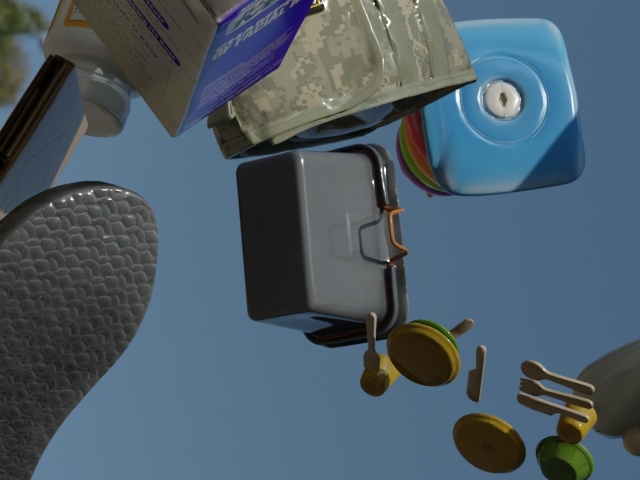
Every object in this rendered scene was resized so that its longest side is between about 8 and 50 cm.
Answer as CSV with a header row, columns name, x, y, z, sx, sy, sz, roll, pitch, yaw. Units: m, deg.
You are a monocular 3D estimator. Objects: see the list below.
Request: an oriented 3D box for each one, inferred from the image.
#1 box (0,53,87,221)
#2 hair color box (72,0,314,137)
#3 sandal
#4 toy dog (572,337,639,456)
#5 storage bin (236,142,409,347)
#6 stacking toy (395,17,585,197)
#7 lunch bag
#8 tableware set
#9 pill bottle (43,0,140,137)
name,x,y,z,sx,sy,sz,roll,pitch,yaw
box,-0.224,-0.041,1.301,0.164,0.021,0.201,-60,180,-10
hair color box,-0.095,-0.195,1.134,0.185,0.110,0.339,54,-10,1
sandal,-0.173,0.076,0.937,0.254,0.097,0.054,-60,-147,8
toy dog,0.380,0.104,1.467,0.333,0.220,0.161,-49,-131,45
storage bin,0.000,0.000,1.177,0.098,0.091,0.135,-11,-100,35
stacking toy,0.140,-0.107,1.847,0.302,0.166,0.175,140,-57,-73
lunch bag,-0.024,-0.204,1.552,0.169,0.287,0.235,-25,-94,37
tableware set,0.096,0.096,1.085,0.154,0.024,0.104,17,-49,18
pill bottle,-0.206,-0.213,1.770,0.117,0.118,0.208,-34,-143,63
